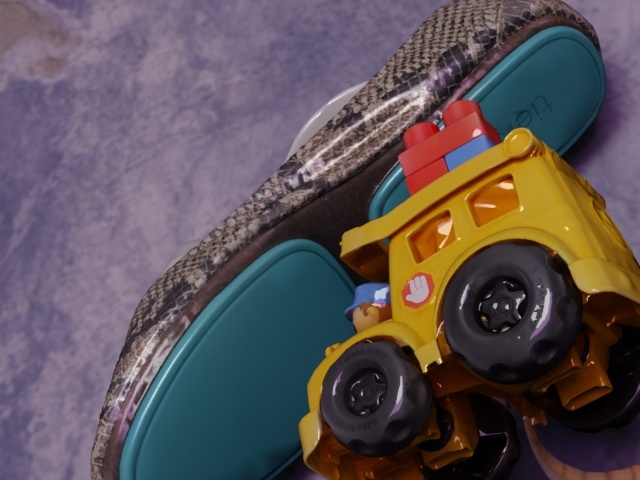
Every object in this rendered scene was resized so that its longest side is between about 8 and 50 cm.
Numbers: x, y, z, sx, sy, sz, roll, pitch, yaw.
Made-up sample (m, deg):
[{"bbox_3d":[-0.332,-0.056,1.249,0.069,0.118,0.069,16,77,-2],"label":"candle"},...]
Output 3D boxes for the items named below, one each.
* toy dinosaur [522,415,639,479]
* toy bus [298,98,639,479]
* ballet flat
[{"bbox_3d":[0.195,0.159,0.928,0.064,0.211,0.112,-152,69,-69],"label":"toy dinosaur"},{"bbox_3d":[0.081,0.028,0.936,0.220,0.149,0.211,-33,56,20],"label":"toy bus"},{"bbox_3d":[0.000,0.000,1.083,0.483,0.164,0.182,-46,36,-15],"label":"ballet flat"}]
